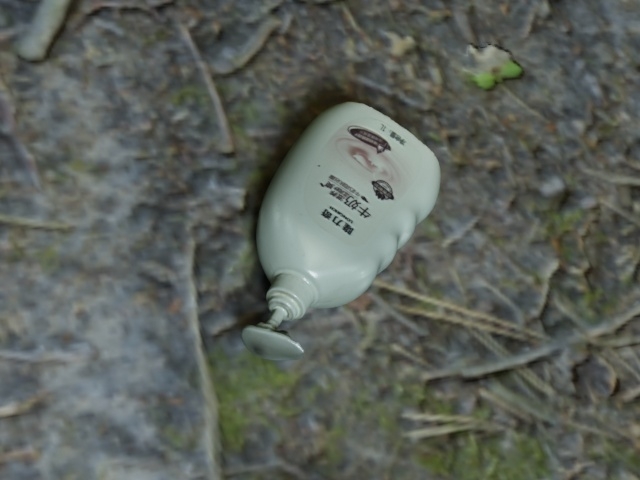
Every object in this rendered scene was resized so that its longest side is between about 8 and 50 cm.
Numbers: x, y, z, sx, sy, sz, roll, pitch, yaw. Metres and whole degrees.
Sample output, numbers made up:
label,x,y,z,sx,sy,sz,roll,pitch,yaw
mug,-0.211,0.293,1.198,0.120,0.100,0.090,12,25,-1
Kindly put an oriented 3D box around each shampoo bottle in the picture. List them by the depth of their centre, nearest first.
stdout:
label,x,y,z,sx,sy,sz,roll,pitch,yaw
shampoo bottle,0.000,0.000,0.977,0.077,0.045,0.152,36,53,-3
